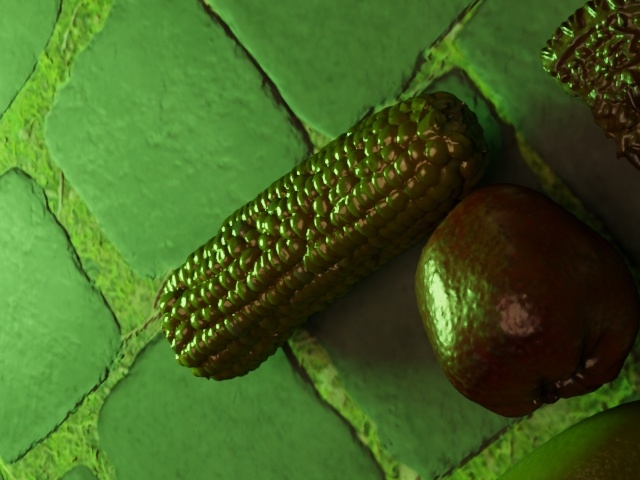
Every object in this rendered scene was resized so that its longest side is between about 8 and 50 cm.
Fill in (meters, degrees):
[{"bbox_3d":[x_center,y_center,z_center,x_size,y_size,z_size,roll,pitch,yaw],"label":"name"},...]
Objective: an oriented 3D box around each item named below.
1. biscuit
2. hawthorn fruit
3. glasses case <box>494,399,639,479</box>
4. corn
[{"bbox_3d":[0.226,-0.086,0.742,0.206,0.025,0.126,43,120,23],"label":"biscuit"},{"bbox_3d":[0.122,0.036,0.784,0.133,0.133,0.138,-42,57,34],"label":"hawthorn fruit"},{"bbox_3d":[0.114,0.243,0.788,0.141,0.173,0.371,47,122,17],"label":"glasses case"},{"bbox_3d":[-0.003,-0.004,0.886,0.313,0.102,0.102,-39,75,32],"label":"corn"}]
